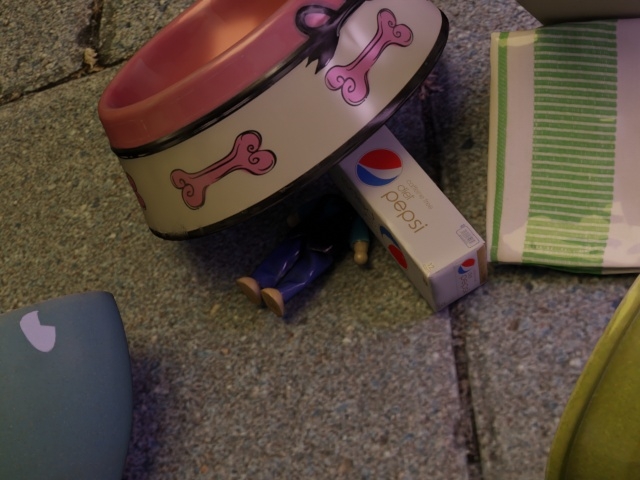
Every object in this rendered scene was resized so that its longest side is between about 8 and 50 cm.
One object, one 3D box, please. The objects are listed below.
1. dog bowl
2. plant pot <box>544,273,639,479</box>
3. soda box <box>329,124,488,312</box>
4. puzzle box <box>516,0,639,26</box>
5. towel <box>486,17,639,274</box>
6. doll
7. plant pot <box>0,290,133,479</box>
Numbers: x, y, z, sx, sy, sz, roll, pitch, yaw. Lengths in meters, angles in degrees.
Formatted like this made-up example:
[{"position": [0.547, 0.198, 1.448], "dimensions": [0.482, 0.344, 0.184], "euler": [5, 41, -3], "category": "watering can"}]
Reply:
[{"position": [-0.070, -0.189, 1.234], "dimensions": [0.408, 0.150, 0.408], "euler": [-30, 23, 15], "category": "dog bowl"}, {"position": [0.344, 0.139, 0.797], "dimensions": [0.254, 0.276, 0.276], "euler": [31, 73, 29], "category": "plant pot"}, {"position": [0.084, -0.034, 1.149], "dimensions": [0.069, 0.074, 0.216], "euler": [-30, 56, -8], "category": "soda box"}, {"position": [0.320, -0.236, 1.004], "dimensions": [0.272, 0.409, 0.052], "euler": [0, 85, 28], "category": "puzzle box"}, {"position": [0.310, -0.084, 1.030], "dimensions": [0.325, 0.038, 0.248], "euler": [3, 95, 29], "category": "towel"}, {"position": [0.000, 0.000, 1.216], "dimensions": [0.129, 0.046, 0.189], "euler": [23, 62, 40], "category": "doll"}, {"position": [-0.303, 0.198, 1.100], "dimensions": [0.290, 0.290, 0.195], "euler": [-26, 83, 8], "category": "plant pot"}]
